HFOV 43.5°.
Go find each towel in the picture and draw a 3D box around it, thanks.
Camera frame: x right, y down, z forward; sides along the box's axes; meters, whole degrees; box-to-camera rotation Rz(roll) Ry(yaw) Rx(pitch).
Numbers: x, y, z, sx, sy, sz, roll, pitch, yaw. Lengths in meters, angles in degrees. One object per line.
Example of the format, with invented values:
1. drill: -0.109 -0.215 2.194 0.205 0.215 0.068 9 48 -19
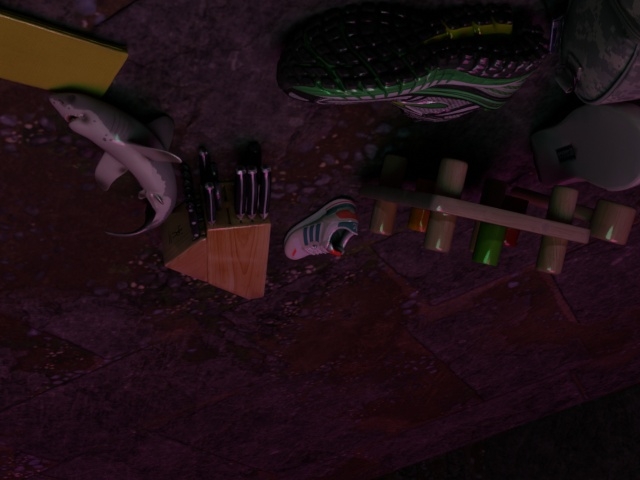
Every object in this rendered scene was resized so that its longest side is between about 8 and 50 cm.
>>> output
1. towel: -0.347 -0.218 0.906 0.237 0.021 0.102 11 145 -35

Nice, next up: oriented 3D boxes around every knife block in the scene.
1. knife block: -0.113 -0.031 1.213 0.242 0.088 0.275 -32 143 26

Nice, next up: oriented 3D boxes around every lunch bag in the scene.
1. lunch bag: 0.449 -0.281 0.935 0.305 0.213 0.256 -8 146 -8

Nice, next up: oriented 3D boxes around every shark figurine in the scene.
1. shark figurine: -0.222 -0.101 1.058 0.166 0.116 0.278 9 146 15

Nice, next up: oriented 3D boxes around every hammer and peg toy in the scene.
1. hammer and peg toy: 0.263 -0.031 1.195 0.361 0.127 0.266 11 -176 -22

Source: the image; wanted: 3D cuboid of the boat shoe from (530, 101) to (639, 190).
1. boat shoe: 0.429 -0.145 1.126 0.158 0.127 0.340 -16 -173 -6

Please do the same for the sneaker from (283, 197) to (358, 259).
1. sneaker: 0.000 0.000 1.316 0.161 0.075 0.057 -37 141 30

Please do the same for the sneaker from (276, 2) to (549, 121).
1. sneaker: 0.112 -0.199 1.004 0.343 0.134 0.146 -4 147 -17
